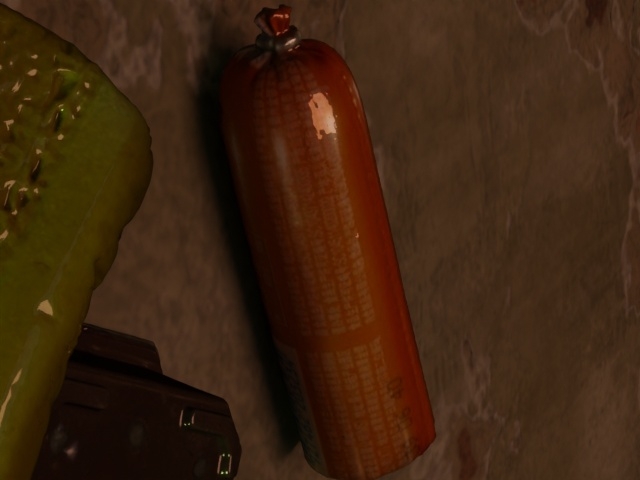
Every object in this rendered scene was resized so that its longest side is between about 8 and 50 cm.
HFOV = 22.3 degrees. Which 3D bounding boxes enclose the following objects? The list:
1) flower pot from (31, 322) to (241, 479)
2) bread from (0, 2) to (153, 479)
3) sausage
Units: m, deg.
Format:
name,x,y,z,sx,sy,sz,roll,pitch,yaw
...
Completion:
name,x,y,z,sx,sy,sz,roll,pitch,yaw
flower pot,-0.126,0.127,0.823,0.251,0.084,0.179,24,74,-58
bread,-0.197,0.073,0.660,0.166,0.112,0.383,27,64,-22
sausage,0.000,0.000,1.006,0.093,0.093,0.312,-47,133,-45
